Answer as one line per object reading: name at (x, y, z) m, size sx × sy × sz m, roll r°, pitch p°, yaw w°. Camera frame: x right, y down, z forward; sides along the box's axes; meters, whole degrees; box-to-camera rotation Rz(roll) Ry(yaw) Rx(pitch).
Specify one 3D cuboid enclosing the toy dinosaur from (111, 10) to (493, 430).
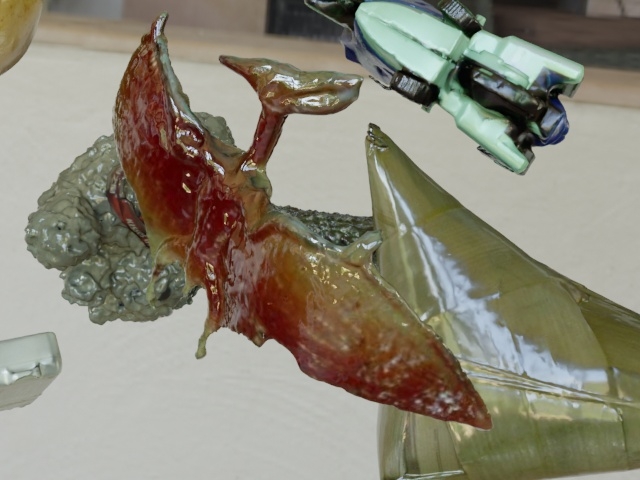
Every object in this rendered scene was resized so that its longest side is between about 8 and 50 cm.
toy dinosaur at (-0.038, -0.025, 0.682) m, size 0.113 × 0.206 × 0.327 m, roll -3°, pitch 16°, yaw -44°

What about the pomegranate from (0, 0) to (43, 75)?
pomegranate at (-0.358, -0.225, 1.048) m, size 0.196 × 0.196 × 0.196 m, roll 5°, pitch 11°, yaw -1°

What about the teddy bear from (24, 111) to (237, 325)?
teddy bear at (-0.270, -0.006, 1.809) m, size 0.357 × 0.367 × 0.224 m, roll -37°, pitch 41°, yaw -17°

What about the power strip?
power strip at (-0.403, 0.178, 1.455) m, size 0.098 × 0.058 × 0.338 m, roll -12°, pitch -11°, yaw -24°

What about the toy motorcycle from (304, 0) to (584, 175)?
toy motorcycle at (0.116, -0.196, 1.192) m, size 0.331 × 0.125 × 0.196 m, roll 34°, pitch 10°, yaw 23°

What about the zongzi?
zongzi at (0.266, 0.067, 1.147) m, size 0.447 × 0.418 × 0.181 m, roll -6°, pitch 8°, yaw 6°

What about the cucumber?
cucumber at (0.000, 0.000, 1.424) m, size 0.096 × 0.096 × 0.359 m, roll -6°, pitch 13°, yaw -44°
